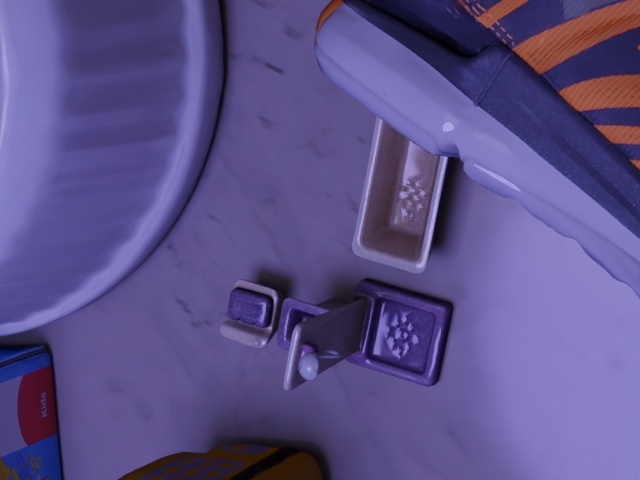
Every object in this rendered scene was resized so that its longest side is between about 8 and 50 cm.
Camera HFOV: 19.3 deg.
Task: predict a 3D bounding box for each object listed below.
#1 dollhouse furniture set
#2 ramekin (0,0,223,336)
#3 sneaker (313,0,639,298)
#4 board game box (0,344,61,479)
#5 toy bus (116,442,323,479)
[{"bbox_3d":[0.000,0.000,0.727,0.091,0.081,0.114,17,105,22],"label":"dollhouse furniture set"},{"bbox_3d":[-0.185,-0.080,0.768,0.273,0.127,0.273,5,104,21],"label":"ramekin"},{"bbox_3d":[0.155,-0.063,0.611,0.321,0.124,0.180,34,106,19],"label":"sneaker"},{"bbox_3d":[-0.262,0.203,0.884,0.302,0.086,0.308,-1,98,26],"label":"board game box"},{"bbox_3d":[-0.061,0.255,0.786,0.130,0.108,0.332,3,100,27],"label":"toy bus"}]
